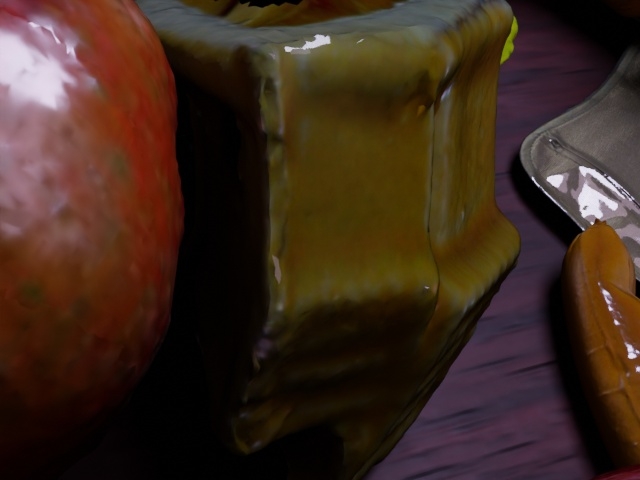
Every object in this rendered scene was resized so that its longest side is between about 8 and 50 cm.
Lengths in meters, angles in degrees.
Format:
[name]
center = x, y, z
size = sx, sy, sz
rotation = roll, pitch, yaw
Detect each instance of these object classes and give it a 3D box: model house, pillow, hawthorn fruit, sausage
[model house]
center = -0.009, 0.002, 0.878
size = 0.173, 0.239, 0.268
rotation = 5, 16, 21
[pillow]
center = 0.205, -0.054, 1.192
size = 0.130, 0.033, 0.217
rotation = 42, 44, 4
[hawthorn fruit]
center = -0.207, -0.022, 0.732
size = 0.300, 0.254, 0.254
rotation = 13, 51, -23
[sausage]
center = 0.164, 0.067, 1.056
size = 0.062, 0.054, 0.183
rotation = 37, 30, -56

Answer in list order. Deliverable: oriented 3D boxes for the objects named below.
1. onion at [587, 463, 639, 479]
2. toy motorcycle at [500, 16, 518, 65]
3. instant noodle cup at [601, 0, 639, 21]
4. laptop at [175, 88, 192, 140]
[onion]
center = 0.165, 0.221, 0.813
size = 0.276, 0.276, 0.276
rotation = 19, 49, -23
[toy motorcycle]
center = 0.020, -0.192, 1.072
size = 0.142, 0.206, 0.342
rotation = -6, 46, -24
[instant noodle cup]
center = 0.199, -0.218, 1.231
size = 0.125, 0.177, 0.208
rotation = 41, 29, -21
[laptop]
center = -0.102, -0.131, 1.051
size = 0.129, 0.016, 0.180
rotation = -20, 69, -43
